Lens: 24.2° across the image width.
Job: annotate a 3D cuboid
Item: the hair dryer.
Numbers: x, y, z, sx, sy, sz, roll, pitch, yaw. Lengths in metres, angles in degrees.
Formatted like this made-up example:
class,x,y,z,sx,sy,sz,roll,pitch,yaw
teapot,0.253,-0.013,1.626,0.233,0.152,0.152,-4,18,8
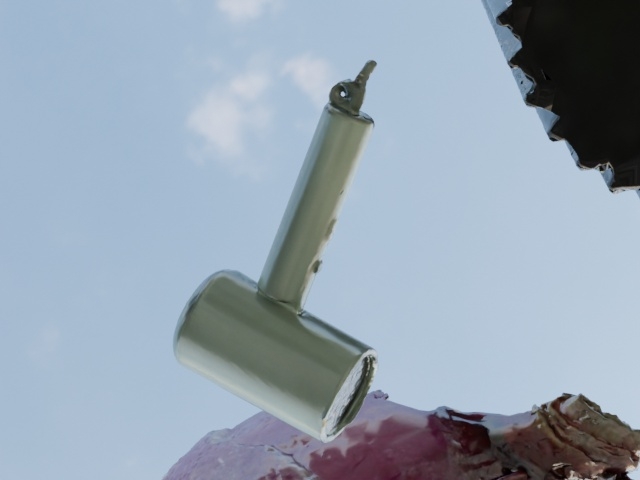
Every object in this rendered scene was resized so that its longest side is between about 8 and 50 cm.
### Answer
class,x,y,z,sx,sy,sz,roll,pitch,yaw
hair dryer,0.000,0.000,0.486,0.063,0.038,0.124,27,-69,17

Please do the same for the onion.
class,x,y,z,sx,sy,sz,roll,pitch,yaw
onion,0.029,0.212,0.884,0.267,0.348,0.159,45,-145,-3

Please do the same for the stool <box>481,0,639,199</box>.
class,x,y,z,sx,sy,sz,roll,pitch,yaw
stool,0.217,-0.201,0.884,0.297,0.330,0.297,-2,-68,-4
